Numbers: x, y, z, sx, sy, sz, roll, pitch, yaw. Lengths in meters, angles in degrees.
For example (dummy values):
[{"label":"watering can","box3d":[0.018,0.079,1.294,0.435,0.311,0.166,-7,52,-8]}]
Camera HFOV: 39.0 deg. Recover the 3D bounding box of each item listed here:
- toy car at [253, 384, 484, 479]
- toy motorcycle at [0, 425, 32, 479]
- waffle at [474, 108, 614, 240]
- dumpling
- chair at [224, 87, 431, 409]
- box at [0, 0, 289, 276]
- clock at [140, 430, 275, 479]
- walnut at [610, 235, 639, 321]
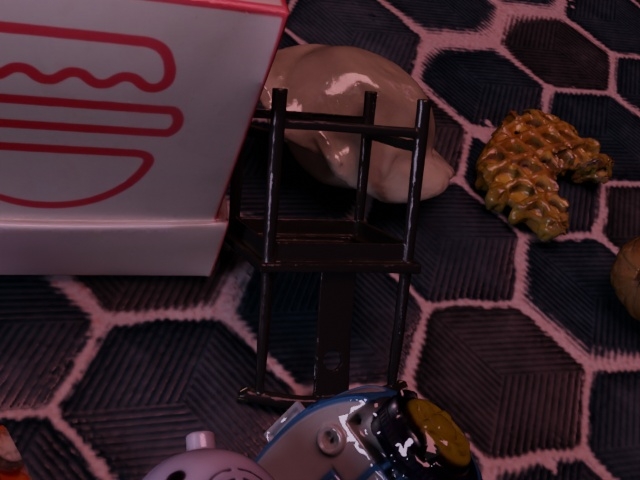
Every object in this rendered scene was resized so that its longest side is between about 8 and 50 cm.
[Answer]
[{"label":"toy car","box3d":[0.077,0.238,0.599,0.314,0.198,0.166,50,18,26]},{"label":"toy motorcycle","box3d":[-0.274,0.172,0.537,0.221,0.148,0.326,-4,52,-54]},{"label":"waffle","box3d":[0.257,-0.080,1.031,0.149,0.051,0.194,29,46,5]},{"label":"dumpling","box3d":[0.038,-0.117,0.920,0.250,0.132,0.162,19,37,-32]},{"label":"chair","box3d":[0.000,0.000,0.787,0.154,0.260,0.141,1,12,-20]},{"label":"box","box3d":[-0.226,-0.176,0.736,0.312,0.300,0.314,2,51,-22]},{"label":"clock","box3d":[-0.064,0.238,0.509,0.188,0.189,0.254,0,59,-23]},{"label":"walnut","box3d":[0.362,0.040,0.940,0.124,0.105,0.105,0,51,-34]}]
